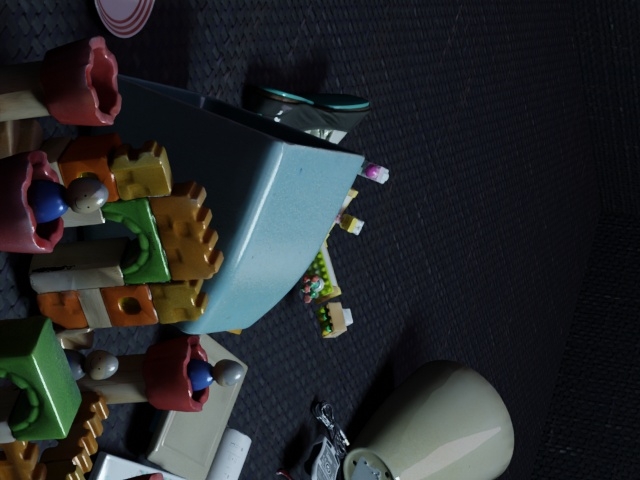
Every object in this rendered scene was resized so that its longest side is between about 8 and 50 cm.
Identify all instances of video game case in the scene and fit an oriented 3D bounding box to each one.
[{"bbox_3d":[-0.240,0.343,1.602,0.157,0.019,0.143,31,77,-49],"label":"video game case"}]

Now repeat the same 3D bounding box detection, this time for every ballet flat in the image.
[{"bbox_3d":[-0.024,-0.175,1.942,0.280,0.095,0.096,-3,110,-56],"label":"ballet flat"}]

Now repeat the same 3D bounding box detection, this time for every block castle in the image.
[{"bbox_3d":[-0.224,0.061,1.268,0.303,0.213,0.453,-80,161,-55],"label":"block castle"}]

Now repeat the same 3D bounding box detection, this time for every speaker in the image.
[{"bbox_3d":[-0.145,0.335,1.848,0.055,0.055,0.136,63,40,-53],"label":"speaker"}]

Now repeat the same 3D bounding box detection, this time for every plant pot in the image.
[{"bbox_3d":[-0.137,-0.031,1.542,0.248,0.247,0.252,2,110,-67],"label":"plant pot"},{"bbox_3d":[0.174,0.388,2.420,0.274,0.256,0.256,-24,120,-44],"label":"plant pot"}]

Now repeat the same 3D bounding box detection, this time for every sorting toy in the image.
[{"bbox_3d":[-0.172,0.221,1.750,0.347,0.047,0.196,-69,158,-16],"label":"sorting toy"}]

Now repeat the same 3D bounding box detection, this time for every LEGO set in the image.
[{"bbox_3d":[0.000,0.000,2.010,0.107,0.132,0.287,19,86,-58],"label":"LEGO set"}]

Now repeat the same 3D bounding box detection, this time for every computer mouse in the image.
[{"bbox_3d":[-0.001,0.356,2.147,0.106,0.042,0.193,65,22,-21],"label":"computer mouse"}]

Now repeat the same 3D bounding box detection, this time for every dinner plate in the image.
[{"bbox_3d":[-0.228,-0.304,1.503,0.141,0.017,0.141,8,90,-66],"label":"dinner plate"}]

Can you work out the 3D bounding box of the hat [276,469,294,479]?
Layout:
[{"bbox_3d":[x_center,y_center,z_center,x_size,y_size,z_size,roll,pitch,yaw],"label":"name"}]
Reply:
[{"bbox_3d":[-0.012,0.444,2.233,0.173,0.183,0.208,-46,180,-44],"label":"hat"}]
